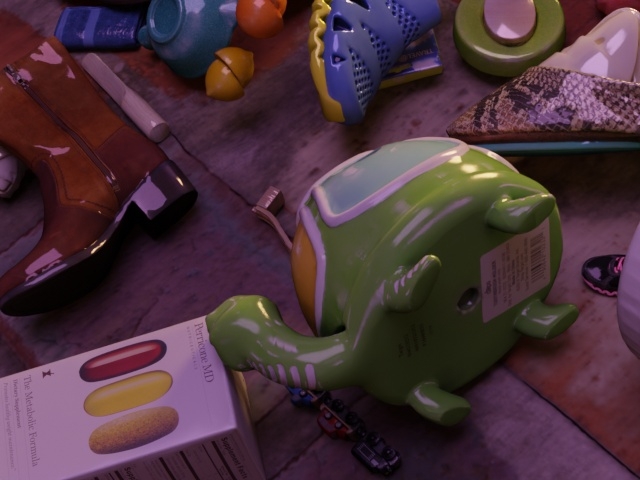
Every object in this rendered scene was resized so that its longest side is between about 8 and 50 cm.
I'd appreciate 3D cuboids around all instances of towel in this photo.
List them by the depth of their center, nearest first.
[{"bbox_3d":[-0.285,-0.276,1.728,0.120,0.029,0.067,2,56,15],"label":"towel"}]

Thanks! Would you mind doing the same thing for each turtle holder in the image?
[{"bbox_3d":[0.071,0.042,1.290,0.320,0.243,0.227,-50,48,-1],"label":"turtle holder"}]

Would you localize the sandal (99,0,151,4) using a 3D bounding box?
[{"bbox_3d":[-0.269,-0.351,1.743,0.219,0.060,0.090,18,32,30],"label":"sandal"}]

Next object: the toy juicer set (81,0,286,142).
[{"bbox_3d":[-0.144,-0.233,1.599,0.329,0.089,0.209,-41,61,32],"label":"toy juicer set"}]

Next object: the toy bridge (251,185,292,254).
[{"bbox_3d":[0.000,0.000,1.455,0.188,0.026,0.063,24,65,27],"label":"toy bridge"}]

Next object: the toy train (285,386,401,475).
[{"bbox_3d":[0.017,0.179,1.322,0.036,0.027,0.158,-46,57,-6],"label":"toy train"}]

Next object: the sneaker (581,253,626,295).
[{"bbox_3d":[0.320,0.027,1.335,0.119,0.057,0.047,5,58,19],"label":"sneaker"}]

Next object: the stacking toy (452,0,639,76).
[{"bbox_3d":[0.303,-0.309,1.516,0.309,0.130,0.279,24,65,20],"label":"stacking toy"}]

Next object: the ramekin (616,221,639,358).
[{"bbox_3d":[0.391,0.026,1.190,0.277,0.277,0.135,-42,48,-17],"label":"ramekin"}]

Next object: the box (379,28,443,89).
[{"bbox_3d":[0.080,-0.249,1.606,0.109,0.042,0.178,-15,53,4],"label":"box"}]

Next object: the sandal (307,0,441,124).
[{"bbox_3d":[0.074,-0.264,1.520,0.138,0.126,0.317,8,59,15],"label":"sandal"}]

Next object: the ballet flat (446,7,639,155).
[{"bbox_3d":[0.377,-0.145,1.369,0.483,0.164,0.182,10,95,18],"label":"ballet flat"}]

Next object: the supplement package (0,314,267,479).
[{"bbox_3d":[-0.192,0.191,1.297,0.244,0.134,0.139,-18,53,1],"label":"supplement package"}]

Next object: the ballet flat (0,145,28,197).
[{"bbox_3d":[-0.411,-0.068,1.587,0.248,0.086,0.086,-33,54,-9],"label":"ballet flat"}]

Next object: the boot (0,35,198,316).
[{"bbox_3d":[-0.321,-0.079,1.498,0.264,0.096,0.280,-41,75,-17],"label":"boot"}]
